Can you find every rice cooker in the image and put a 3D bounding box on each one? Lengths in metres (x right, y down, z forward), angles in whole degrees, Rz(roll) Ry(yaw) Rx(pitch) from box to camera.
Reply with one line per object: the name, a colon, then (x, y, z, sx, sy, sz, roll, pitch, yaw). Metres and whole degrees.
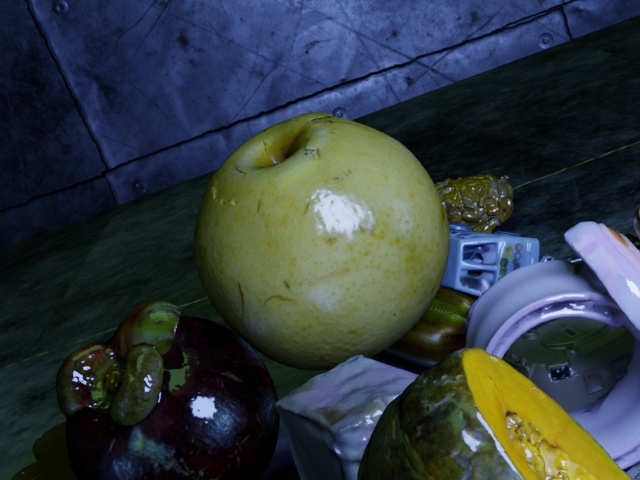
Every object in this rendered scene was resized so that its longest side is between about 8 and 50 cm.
rice cooker: (0.294, 0.154, 1.101, 0.206, 0.127, 0.145, -18, 15, -20)

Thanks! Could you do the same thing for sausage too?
sausage: (0.164, 0.117, 1.360, 0.117, 0.125, 0.317, -28, 19, -24)

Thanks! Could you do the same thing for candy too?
candy: (0.057, 0.236, 1.058, 0.137, 0.185, 0.195, -23, 13, -23)

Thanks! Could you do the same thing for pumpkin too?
pumpkin: (0.176, 0.224, 0.748, 0.139, 0.317, 0.222, -50, -2, 16)

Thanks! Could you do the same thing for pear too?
pear: (0.000, 0.000, 1.286, 0.348, 0.348, 0.348, -19, 17, 6)

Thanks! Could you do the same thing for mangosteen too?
mangosteen: (-0.191, 0.215, 1.210, 0.288, 0.288, 0.288, -19, 17, 6)

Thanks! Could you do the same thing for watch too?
watch: (0.268, 0.120, 0.948, 0.217, 0.248, 0.211, -45, 12, 14)

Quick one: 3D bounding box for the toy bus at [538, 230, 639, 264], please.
toy bus: (0.391, 0.046, 1.398, 0.162, 0.074, 0.069, -21, 24, -7)

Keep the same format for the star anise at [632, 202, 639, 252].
star anise: (0.439, 0.035, 1.188, 0.093, 0.229, 0.236, 7, -9, -15)

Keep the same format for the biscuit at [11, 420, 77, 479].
biscuit: (-0.355, 0.333, 1.439, 0.197, 0.049, 0.301, -22, 17, -19)

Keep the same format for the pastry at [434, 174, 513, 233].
pastry: (0.244, -0.055, 1.820, 0.250, 0.102, 0.154, -8, 22, 34)

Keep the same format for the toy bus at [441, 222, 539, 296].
toy bus: (0.203, 0.027, 1.514, 0.136, 0.109, 0.329, 7, 2, -21)

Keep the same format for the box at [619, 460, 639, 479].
box: (0.383, 0.203, 0.948, 0.343, 0.065, 0.200, -33, 20, -34)
